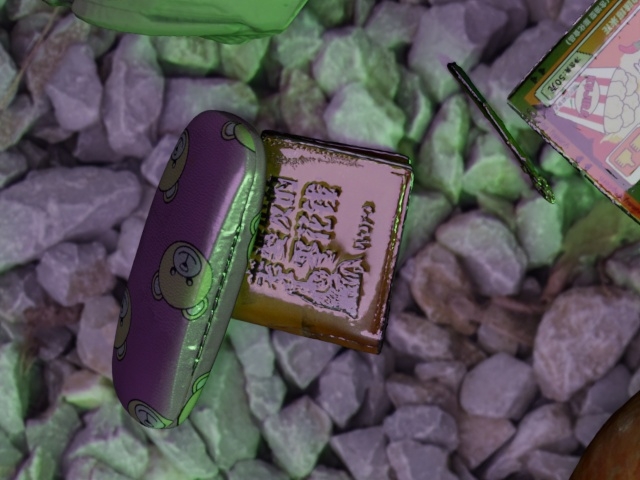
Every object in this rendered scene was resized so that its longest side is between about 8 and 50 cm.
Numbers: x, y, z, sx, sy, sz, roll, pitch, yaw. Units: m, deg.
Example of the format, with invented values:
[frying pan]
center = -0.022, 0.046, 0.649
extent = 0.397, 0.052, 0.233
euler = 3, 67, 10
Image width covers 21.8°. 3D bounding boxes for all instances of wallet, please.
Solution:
[wallet]
center = -0.002, 0.000, 1.599
extent = 0.161, 0.042, 0.195
euler = 13, 100, 11

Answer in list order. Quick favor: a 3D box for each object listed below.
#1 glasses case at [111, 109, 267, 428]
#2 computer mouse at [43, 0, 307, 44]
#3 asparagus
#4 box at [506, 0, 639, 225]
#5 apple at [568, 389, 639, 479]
[glasses case]
center = -0.128, 0.030, 1.594
extent = 0.123, 0.076, 0.316
euler = 36, 113, 49
[computer mouse]
center = -0.184, -0.305, 1.506
extent = 0.429, 0.145, 0.228
euler = 23, 119, 29
[asparagus]
center = 0.171, -0.102, 1.559
extent = 0.013, 0.016, 0.166
euler = -36, 87, -18
[box]
center = 0.296, -0.140, 1.454
extent = 0.177, 0.148, 0.195
euler = 43, 105, 3
[apple]
center = 0.352, 0.246, 1.459
extent = 0.277, 0.250, 0.309
euler = 38, 126, -9
